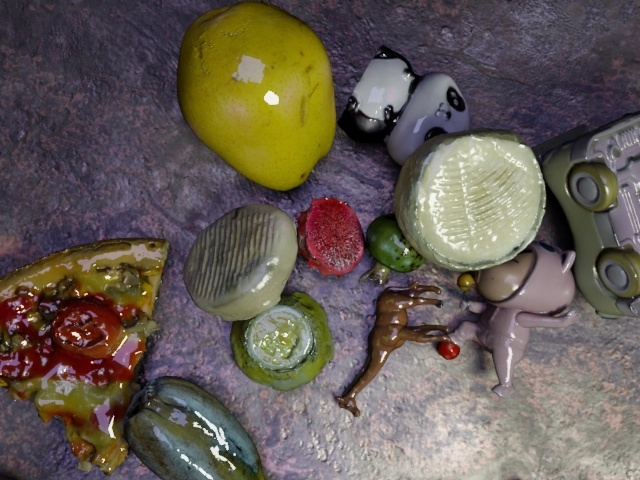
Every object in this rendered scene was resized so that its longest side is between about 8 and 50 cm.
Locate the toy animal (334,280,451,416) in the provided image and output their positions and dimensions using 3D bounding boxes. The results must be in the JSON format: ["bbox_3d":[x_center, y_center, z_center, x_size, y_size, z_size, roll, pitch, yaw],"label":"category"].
[{"bbox_3d":[0.126,0.196,1.280,0.229,0.066,0.224,-14,71,15],"label":"toy animal"}]

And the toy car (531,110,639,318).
[{"bbox_3d":[0.533,-0.046,1.272,0.242,0.226,0.336,-25,98,-23],"label":"toy car"}]

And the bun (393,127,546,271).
[{"bbox_3d":[0.248,-0.072,1.210,0.259,0.152,0.260,-3,104,-11],"label":"bun"}]

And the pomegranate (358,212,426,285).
[{"bbox_3d":[0.131,0.022,1.291,0.122,0.122,0.161,34,95,4],"label":"pomegranate"}]

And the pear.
[{"bbox_3d":[-0.114,-0.261,1.271,0.284,0.285,0.337,-3,121,-1],"label":"pear"}]

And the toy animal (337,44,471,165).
[{"bbox_3d":[0.164,-0.235,1.300,0.235,0.165,0.187,29,79,4],"label":"toy animal"}]

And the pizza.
[{"bbox_3d":[-0.423,0.213,1.245,0.439,0.130,0.406,-25,80,-4],"label":"pizza"}]

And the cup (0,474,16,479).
[{"bbox_3d":[-0.592,0.545,1.170,0.196,0.196,0.280,38,91,5],"label":"cup"}]

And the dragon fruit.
[{"bbox_3d":[0.000,0.000,1.308,0.153,0.111,0.153,10,75,-39],"label":"dragon fruit"}]

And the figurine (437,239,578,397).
[{"bbox_3d":[0.335,0.119,1.253,0.186,0.176,0.287,31,95,-17],"label":"figurine"}]

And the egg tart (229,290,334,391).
[{"bbox_3d":[-0.072,0.183,1.279,0.197,0.078,0.197,0,83,1],"label":"egg tart"}]

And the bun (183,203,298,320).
[{"bbox_3d":[-0.136,0.047,1.261,0.237,0.116,0.210,-26,50,22],"label":"bun"}]

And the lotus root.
[{"bbox_3d":[-0.199,0.372,1.220,0.322,0.140,0.158,45,58,-12],"label":"lotus root"}]
